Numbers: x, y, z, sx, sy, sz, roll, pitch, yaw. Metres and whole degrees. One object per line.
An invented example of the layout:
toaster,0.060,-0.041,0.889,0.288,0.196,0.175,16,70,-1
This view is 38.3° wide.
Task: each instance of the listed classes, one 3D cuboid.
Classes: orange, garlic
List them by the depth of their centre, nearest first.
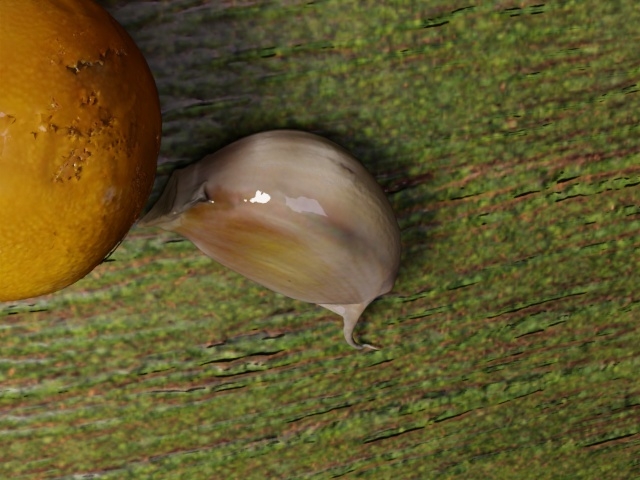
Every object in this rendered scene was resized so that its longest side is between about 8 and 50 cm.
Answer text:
orange,-0.221,-0.073,0.595,0.240,0.240,0.240,-6,116,-13
garlic,0.005,0.002,0.777,0.266,0.148,0.128,40,62,-23
